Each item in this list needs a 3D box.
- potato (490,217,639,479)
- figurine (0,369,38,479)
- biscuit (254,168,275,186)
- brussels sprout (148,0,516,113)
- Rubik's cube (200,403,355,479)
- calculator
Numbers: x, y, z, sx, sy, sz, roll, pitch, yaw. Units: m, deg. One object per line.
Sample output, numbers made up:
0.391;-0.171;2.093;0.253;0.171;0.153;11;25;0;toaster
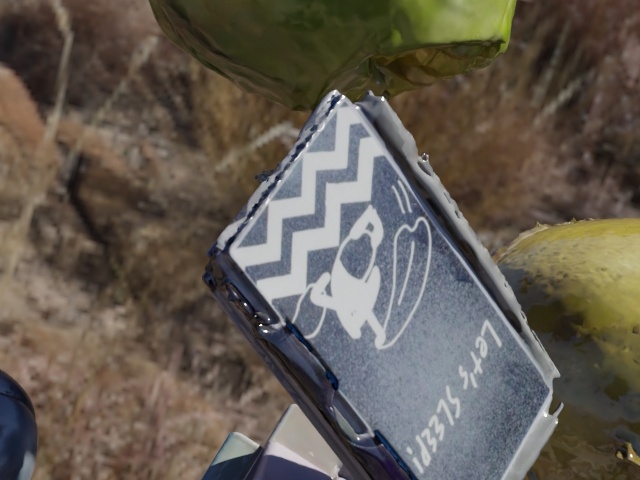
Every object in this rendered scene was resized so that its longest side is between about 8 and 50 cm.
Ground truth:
0.363;0.170;1.610;0.319;0.385;0.442;2;-3;45;potato
-0.409;0.194;1.600;0.265;0.175;0.197;-5;51;-19;figurine
0.010;0.009;1.452;0.126;0.025;0.206;34;16;-34;biscuit
-0.002;-0.224;1.329;0.344;0.344;0.268;30;65;25;brussels sprout
-0.025;0.424;1.920;0.358;0.387;0.368;35;13;-1;Rubik's cube
0.049;0.056;0.965;0.028;0.274;0.165;-2;42;48;calculator
